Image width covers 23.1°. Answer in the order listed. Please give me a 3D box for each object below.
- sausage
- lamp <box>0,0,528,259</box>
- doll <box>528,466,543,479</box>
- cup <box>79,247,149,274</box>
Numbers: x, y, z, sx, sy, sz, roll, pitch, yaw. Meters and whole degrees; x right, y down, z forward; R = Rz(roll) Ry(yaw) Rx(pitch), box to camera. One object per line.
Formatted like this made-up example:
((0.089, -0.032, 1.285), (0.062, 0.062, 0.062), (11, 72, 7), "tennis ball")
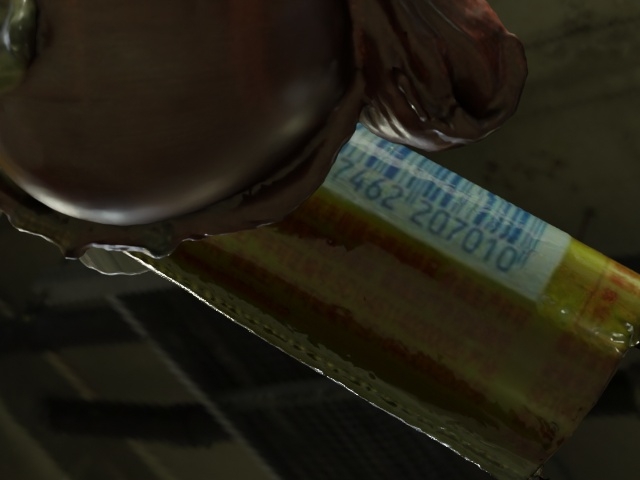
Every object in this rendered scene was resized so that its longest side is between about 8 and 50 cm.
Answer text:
((-0.001, 0.002, 0.765), (0.317, 0.125, 0.117), (28, -2, 7), "sausage")
((-0.048, -0.102, 0.550), (0.151, 0.223, 0.215), (-136, -146, -61), "lamp")
((0.176, 0.212, 1.345), (0.040, 0.085, 0.058), (3, -31, -1), "doll")
((-0.128, -0.097, 1.112), (0.221, 0.167, 0.202), (-8, -51, 23), "cup")
